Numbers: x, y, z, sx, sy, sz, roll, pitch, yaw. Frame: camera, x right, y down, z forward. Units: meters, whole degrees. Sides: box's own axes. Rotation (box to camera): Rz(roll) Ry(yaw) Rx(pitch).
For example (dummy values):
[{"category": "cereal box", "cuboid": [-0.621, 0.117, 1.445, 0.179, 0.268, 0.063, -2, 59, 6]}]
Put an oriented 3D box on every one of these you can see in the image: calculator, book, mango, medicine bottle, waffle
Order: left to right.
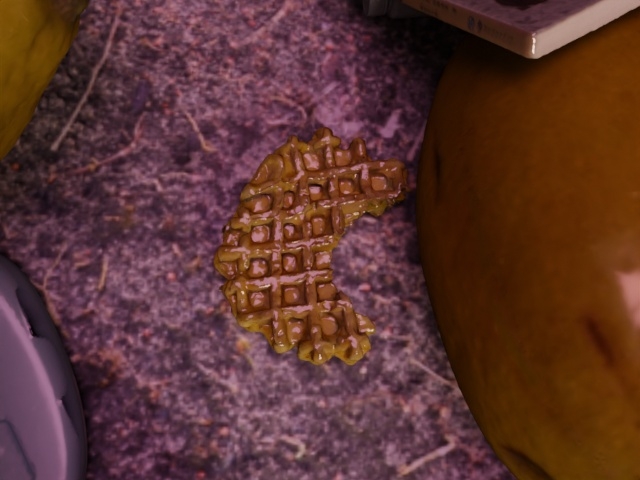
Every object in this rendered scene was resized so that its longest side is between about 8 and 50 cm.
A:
[{"category": "calculator", "cuboid": [-0.291, 0.111, 0.438, 0.186, 0.041, 0.298, -26, 82, -9]}, {"category": "waffle", "cuboid": [-0.001, 0.001, 0.478, 0.149, 0.051, 0.194, 27, 73, 2]}, {"category": "medicine bottle", "cuboid": [0.083, -0.231, 0.535, 0.084, 0.047, 0.047, -4, 78, -5]}, {"category": "book", "cuboid": [0.148, -0.242, 0.461, 0.217, 0.021, 0.310, -29, 43, -9]}, {"category": "mango", "cuboid": [0.222, -0.012, 0.409, 0.302, 0.220, 0.444, -8, 74, 6]}]

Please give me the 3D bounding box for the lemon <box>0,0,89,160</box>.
[{"category": "lemon", "cuboid": [-0.339, -0.166, 0.346, 0.388, 0.350, 0.349, -7, 79, -1]}]
